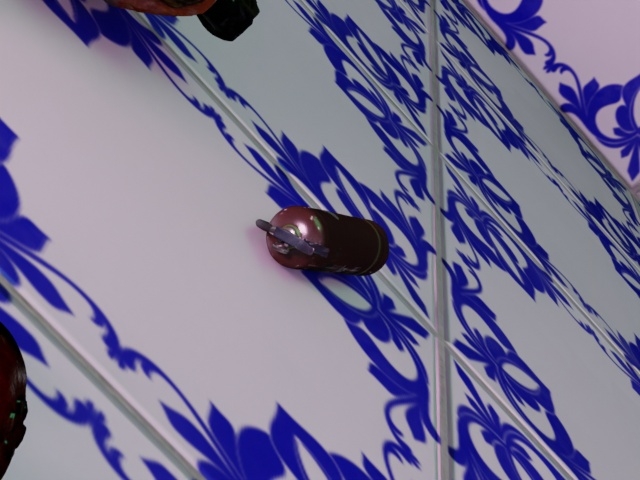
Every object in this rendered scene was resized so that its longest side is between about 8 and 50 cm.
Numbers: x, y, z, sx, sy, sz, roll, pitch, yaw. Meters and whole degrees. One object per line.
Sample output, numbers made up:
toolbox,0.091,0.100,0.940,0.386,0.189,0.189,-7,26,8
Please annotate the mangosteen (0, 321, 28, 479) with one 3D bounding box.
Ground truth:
mangosteen,-0.140,0.056,0.605,0.081,0.081,0.081,45,16,-17

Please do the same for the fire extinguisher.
fire extinguisher,0.000,0.000,1.186,0.064,0.043,0.158,24,5,22

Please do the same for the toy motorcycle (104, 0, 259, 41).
toy motorcycle,-0.190,-0.281,1.147,0.401,0.134,0.207,48,7,-7
